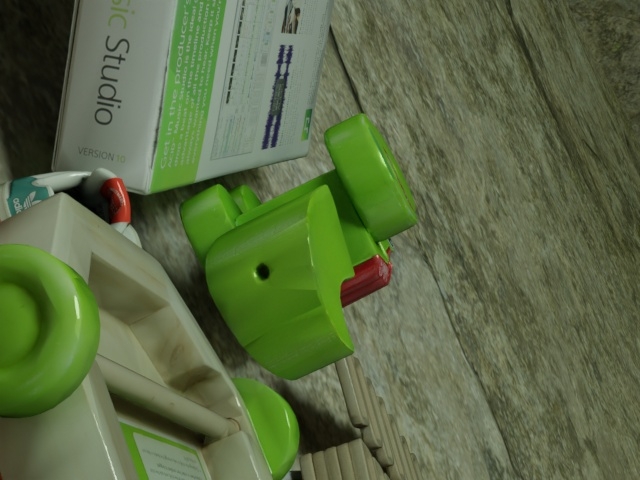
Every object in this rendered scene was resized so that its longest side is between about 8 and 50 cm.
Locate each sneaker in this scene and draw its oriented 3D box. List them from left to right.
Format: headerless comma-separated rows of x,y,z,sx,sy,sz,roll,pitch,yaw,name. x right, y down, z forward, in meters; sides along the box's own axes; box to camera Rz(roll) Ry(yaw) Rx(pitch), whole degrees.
-0.110,0.000,0.703,0.161,0.075,0.057,9,61,-67,sneaker

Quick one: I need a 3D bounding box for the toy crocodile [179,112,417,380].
0.000,0.000,0.866,0.105,0.115,0.340,64,5,-1,toy crocodile

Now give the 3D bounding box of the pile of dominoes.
0.042,0.191,0.957,0.251,0.040,0.196,61,14,-57,pile of dominoes

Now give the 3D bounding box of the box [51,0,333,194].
-0.050,-0.155,0.852,0.322,0.059,0.232,-27,128,-76,box

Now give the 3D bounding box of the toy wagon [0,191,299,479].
-0.039,0.149,0.575,0.344,0.068,0.267,68,8,20,toy wagon

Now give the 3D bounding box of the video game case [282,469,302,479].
-0.021,0.200,0.808,0.143,0.019,0.157,18,52,-65,video game case
